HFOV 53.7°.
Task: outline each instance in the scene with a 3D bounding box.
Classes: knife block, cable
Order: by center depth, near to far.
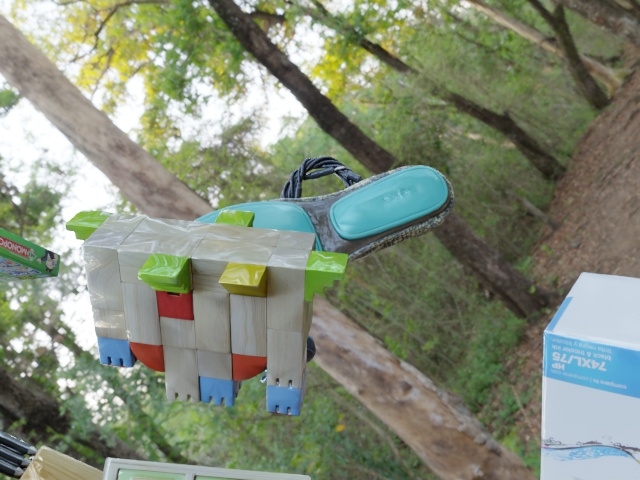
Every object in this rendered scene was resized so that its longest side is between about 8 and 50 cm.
[{"bbox_3d":[-0.400,0.366,0.945,0.275,0.242,0.088,-8,-33,-40],"label":"knife block"},{"bbox_3d":[-0.005,-0.083,1.258,0.184,0.150,0.047,-49,-7,-10],"label":"cable"}]

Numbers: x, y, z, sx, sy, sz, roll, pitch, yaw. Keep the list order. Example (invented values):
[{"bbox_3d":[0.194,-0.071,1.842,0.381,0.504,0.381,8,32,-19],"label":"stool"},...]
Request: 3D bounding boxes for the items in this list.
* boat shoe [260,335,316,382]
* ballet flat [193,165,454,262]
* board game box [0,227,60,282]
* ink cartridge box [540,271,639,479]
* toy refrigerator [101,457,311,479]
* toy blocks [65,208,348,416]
[{"bbox_3d":[-0.128,0.224,1.209,0.089,0.258,0.109,-111,33,-45],"label":"boat shoe"},{"bbox_3d":[0.000,0.000,1.093,0.482,0.164,0.182,-16,-23,-13],"label":"ballet flat"},{"bbox_3d":[-0.657,0.031,1.096,0.213,0.317,0.046,50,-144,-68],"label":"board game box"},{"bbox_3d":[0.394,0.208,0.775,0.198,0.197,0.270,-29,-61,-51],"label":"ink cartridge box"},{"bbox_3d":[-0.153,0.353,0.837,0.094,0.269,0.102,140,139,-63],"label":"toy refrigerator"},{"bbox_3d":[-0.159,0.112,0.879,0.191,0.381,0.261,-73,-12,-61],"label":"toy blocks"}]
